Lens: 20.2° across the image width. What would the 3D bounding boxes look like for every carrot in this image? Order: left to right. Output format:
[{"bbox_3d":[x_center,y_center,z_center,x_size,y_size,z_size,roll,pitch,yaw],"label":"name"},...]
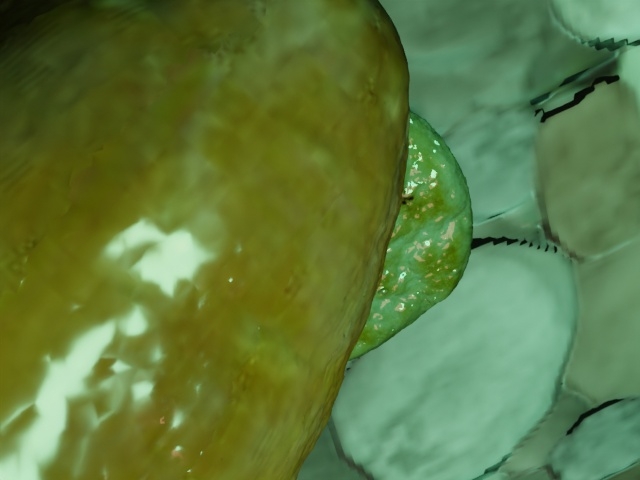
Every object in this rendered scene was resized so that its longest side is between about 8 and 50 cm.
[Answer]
[{"bbox_3d":[-0.063,0.034,0.370,0.225,0.159,0.159,-51,130,1],"label":"carrot"}]

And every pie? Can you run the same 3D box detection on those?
[{"bbox_3d":[0.000,0.000,0.443,0.085,0.017,0.085,-13,127,-17],"label":"pie"}]
